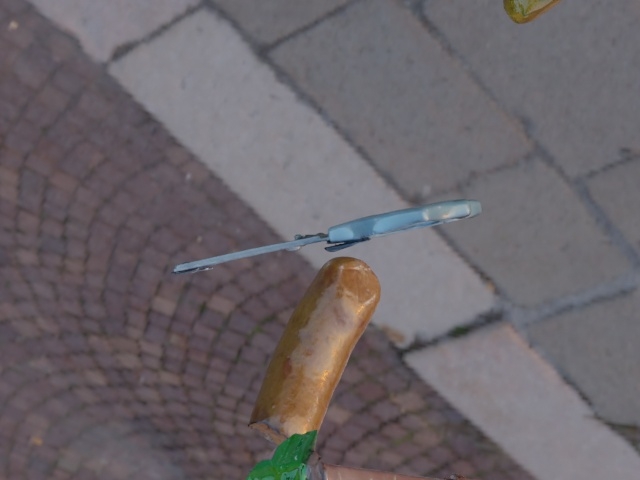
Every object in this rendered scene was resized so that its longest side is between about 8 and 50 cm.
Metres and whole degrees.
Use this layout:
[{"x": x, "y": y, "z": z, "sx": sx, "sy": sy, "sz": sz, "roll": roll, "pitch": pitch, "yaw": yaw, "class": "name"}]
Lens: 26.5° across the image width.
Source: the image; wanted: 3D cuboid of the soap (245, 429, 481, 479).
[{"x": 0.054, "y": 0.280, "z": 1.132, "sx": 0.098, "sy": 0.218, "sz": 0.273, "roll": -17, "pitch": 158, "yaw": 36, "class": "soap"}]

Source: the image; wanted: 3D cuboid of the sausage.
[{"x": -0.005, "y": 0.148, "z": 1.815, "sx": 0.109, "sy": 0.270, "sz": 0.109, "roll": 25, "pitch": 168, "yaw": 6, "class": "sausage"}]

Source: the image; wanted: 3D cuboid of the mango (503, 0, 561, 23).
[{"x": 0.189, "y": -0.222, "z": 1.094, "sx": 0.057, "sy": 0.079, "sz": 0.114, "roll": 30, "pitch": 121, "yaw": -13, "class": "mango"}]

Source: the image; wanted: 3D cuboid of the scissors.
[{"x": 0.000, "y": 0.002, "z": 1.526, "sx": 0.360, "sy": 0.191, "sz": 0.029, "roll": -14, "pitch": 89, "yaw": 12, "class": "scissors"}]
